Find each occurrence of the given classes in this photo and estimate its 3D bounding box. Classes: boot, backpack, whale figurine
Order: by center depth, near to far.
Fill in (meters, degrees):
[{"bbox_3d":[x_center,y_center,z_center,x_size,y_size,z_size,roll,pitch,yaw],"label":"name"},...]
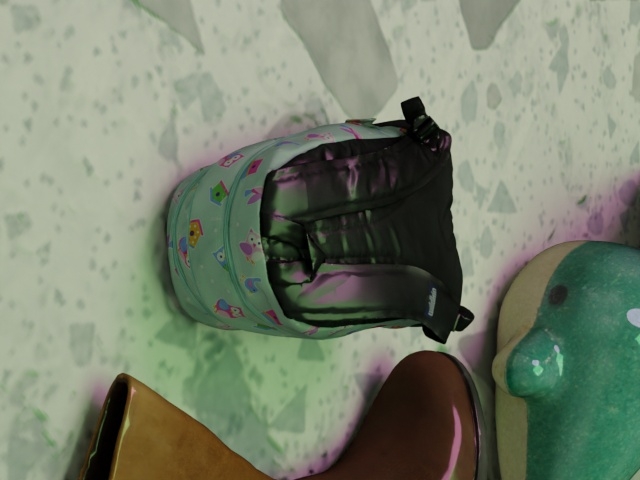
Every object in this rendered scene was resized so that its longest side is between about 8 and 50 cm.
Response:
[{"bbox_3d":[0.000,0.000,0.868,0.182,0.115,0.152,-10,88,-49],"label":"backpack"},{"bbox_3d":[-0.032,0.145,0.887,0.280,0.096,0.264,35,74,-38],"label":"boot"},{"bbox_3d":[0.213,0.134,1.109,0.216,0.141,0.272,38,64,-45],"label":"whale figurine"}]
